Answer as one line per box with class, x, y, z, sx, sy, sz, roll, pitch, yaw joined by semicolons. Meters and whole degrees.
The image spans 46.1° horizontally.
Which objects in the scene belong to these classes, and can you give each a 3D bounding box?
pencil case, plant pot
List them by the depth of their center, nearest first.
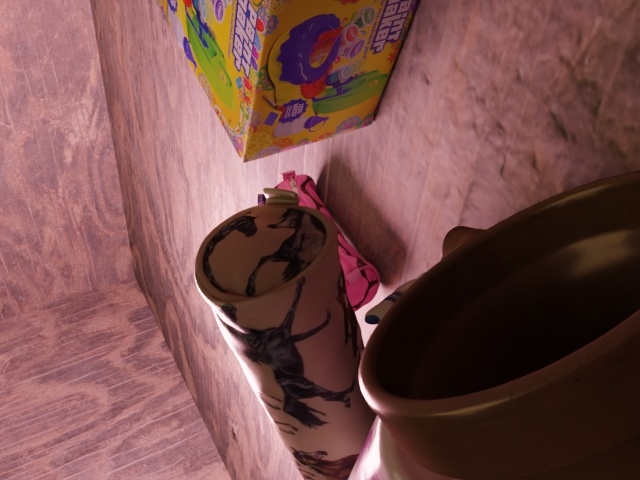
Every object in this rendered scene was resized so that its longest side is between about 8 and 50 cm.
plant pot;0.194;0.112;0.514;0.229;0.263;0.263;56;161;-13
pencil case;-0.006;0.141;0.915;0.183;0.160;0.410;-75;-29;-49
pencil case;0.000;0.000;1.036;0.209;0.095;0.098;54;152;31

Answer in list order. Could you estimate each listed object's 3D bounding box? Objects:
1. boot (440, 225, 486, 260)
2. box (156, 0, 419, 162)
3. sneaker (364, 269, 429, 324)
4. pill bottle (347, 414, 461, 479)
boot;0.181;0.089;0.710;0.152;0.073;0.197;26;133;55
box;-0.046;-0.292;0.794;0.279;0.177;0.290;60;156;22
sneaker;0.105;0.167;0.870;0.112;0.131;0.296;39;143;50
pill bottle;0.113;0.257;0.757;0.169;0.169;0.301;58;155;30
